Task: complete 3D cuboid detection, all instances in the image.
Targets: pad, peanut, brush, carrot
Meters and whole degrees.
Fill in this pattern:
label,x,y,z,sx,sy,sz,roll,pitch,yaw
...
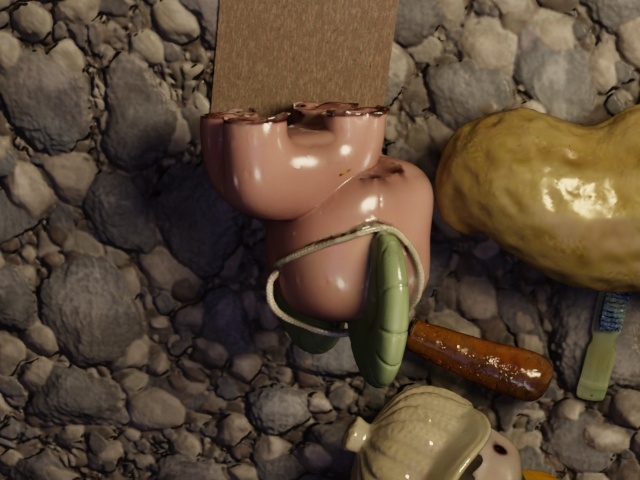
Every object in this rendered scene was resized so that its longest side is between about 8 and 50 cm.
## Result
label,x,y,z,sx,sy,sz,roll,pitch,yaw
pad,-0.016,-0.203,1.756,0.176,0.002,0.266,9,121,3
peanut,0.303,-0.044,1.706,0.387,0.169,0.192,4,115,6
brush,0.303,0.101,1.871,0.033,0.030,0.179,4,120,-5
carrot,0.169,0.127,1.892,0.161,0.055,0.055,18,121,1

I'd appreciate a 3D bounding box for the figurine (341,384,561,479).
label,x,y,z,sx,sy,sz,roll,pitch,yaw
figurine,0.169,0.292,1.928,0.204,0.185,0.332,-11,138,41

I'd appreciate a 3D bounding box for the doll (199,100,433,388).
label,x,y,z,sx,sy,sz,roll,pitch,yaw
doll,0.000,0.000,1.738,0.216,0.284,0.268,-6,100,-22
